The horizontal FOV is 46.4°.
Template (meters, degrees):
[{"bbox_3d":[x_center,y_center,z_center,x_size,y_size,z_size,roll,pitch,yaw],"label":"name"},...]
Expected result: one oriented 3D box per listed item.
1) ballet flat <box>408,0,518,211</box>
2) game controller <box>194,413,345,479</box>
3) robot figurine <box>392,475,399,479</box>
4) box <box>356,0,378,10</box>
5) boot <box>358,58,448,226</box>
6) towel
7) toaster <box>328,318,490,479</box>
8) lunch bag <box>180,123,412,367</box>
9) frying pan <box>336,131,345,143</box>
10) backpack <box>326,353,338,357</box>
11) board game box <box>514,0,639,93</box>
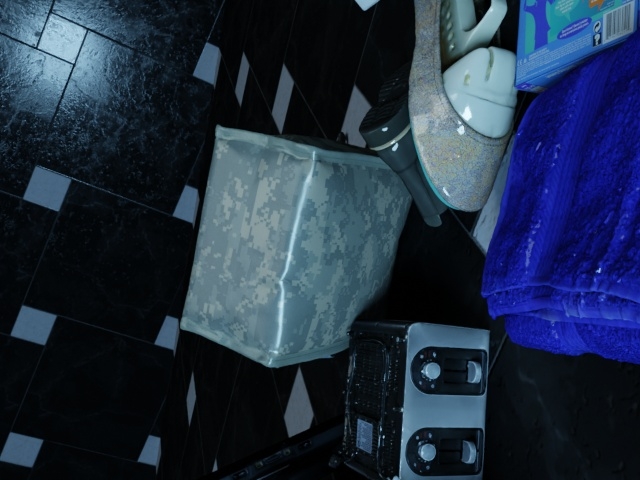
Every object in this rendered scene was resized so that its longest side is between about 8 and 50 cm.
[{"bbox_3d":[0.147,-0.186,0.753,0.106,0.108,0.315,-37,50,52],"label":"ballet flat"},{"bbox_3d":[-0.089,0.311,0.986,0.067,0.319,0.166,53,141,28],"label":"game controller"},{"bbox_3d":[0.087,0.372,0.574,0.300,0.200,0.353,-58,32,34],"label":"robot figurine"},{"bbox_3d":[0.075,-0.354,0.785,0.170,0.130,0.091,-50,16,-25],"label":"box"},{"bbox_3d":[0.125,-0.123,0.849,0.077,0.137,0.198,-10,34,45],"label":"boot"},{"bbox_3d":[0.188,-0.036,0.483,0.308,0.076,0.227,145,137,-83],"label":"towel"},{"bbox_3d":[0.092,0.169,0.778,0.186,0.110,0.167,165,110,-70],"label":"toaster"},{"bbox_3d":[0.000,0.000,0.879,0.169,0.287,0.235,17,100,35],"label":"lunch bag"},{"bbox_3d":[0.012,0.007,1.185,0.197,0.053,0.326,-125,42,-61],"label":"frying pan"},{"bbox_3d":[-0.017,0.079,1.064,0.152,0.115,0.181,1,-96,-69],"label":"backpack"},{"bbox_3d":[0.227,-0.241,0.610,0.160,0.047,0.210,173,102,-72],"label":"board game box"}]
